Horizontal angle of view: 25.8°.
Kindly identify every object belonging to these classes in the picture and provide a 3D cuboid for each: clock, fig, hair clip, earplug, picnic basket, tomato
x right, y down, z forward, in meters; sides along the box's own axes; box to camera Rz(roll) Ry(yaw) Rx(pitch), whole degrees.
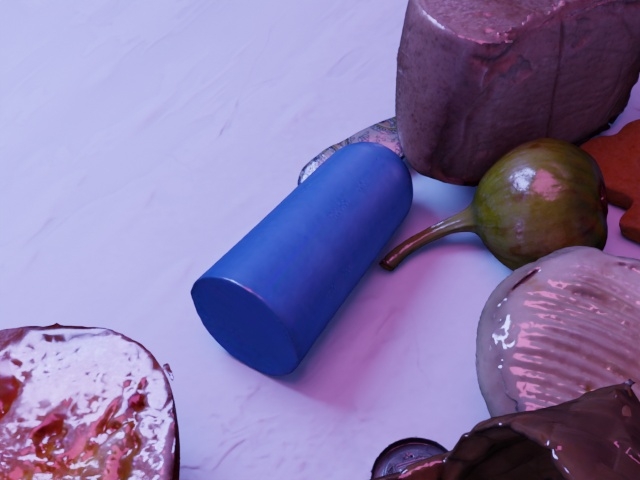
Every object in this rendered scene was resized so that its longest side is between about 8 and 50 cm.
[{"bbox_3d":[0.090,0.226,1.322,0.085,0.017,0.085,-3,51,4],"label":"clock"},{"bbox_3d":[0.180,-0.017,1.466,0.245,0.149,0.149,-15,48,20],"label":"fig"},{"bbox_3d":[0.075,-0.108,1.583,0.229,0.036,0.066,-29,60,-16],"label":"hair clip"},{"bbox_3d":[0.000,0.000,1.452,0.132,0.132,0.273,25,55,24],"label":"earplug"},{"bbox_3d":[0.121,0.289,1.053,0.337,0.337,0.293,-20,49,-9],"label":"picnic basket"},{"bbox_3d":[-0.264,0.242,1.272,0.338,0.143,0.338,-6,51,8],"label":"tomato"}]

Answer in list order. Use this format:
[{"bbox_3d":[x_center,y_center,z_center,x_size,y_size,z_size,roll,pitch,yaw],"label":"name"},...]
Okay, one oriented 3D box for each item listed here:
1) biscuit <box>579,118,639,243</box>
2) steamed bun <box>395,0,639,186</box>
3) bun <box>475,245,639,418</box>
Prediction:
[{"bbox_3d":[0.430,-0.050,1.488,0.284,0.043,0.306,-14,51,-5],"label":"biscuit"},{"bbox_3d":[0.202,-0.214,1.512,0.301,0.251,0.199,-20,54,-24],"label":"steamed bun"},{"bbox_3d":[0.253,0.122,1.304,0.239,0.141,0.239,5,66,-12],"label":"bun"}]
